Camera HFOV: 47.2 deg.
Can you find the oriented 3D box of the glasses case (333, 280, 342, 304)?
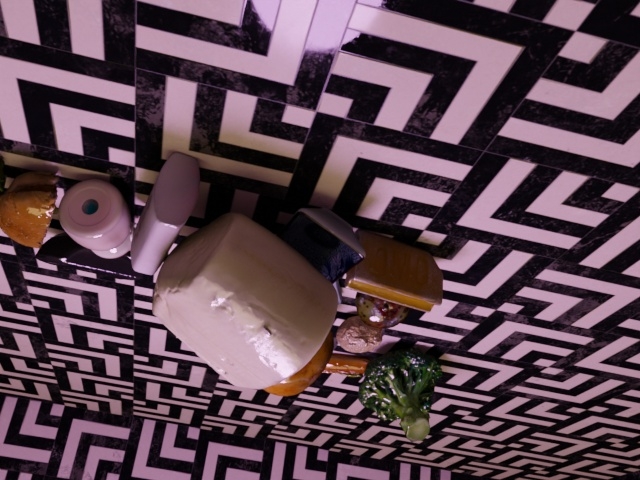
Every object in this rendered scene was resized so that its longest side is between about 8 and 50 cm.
[{"bbox_3d":[0.017,0.129,1.981,0.067,0.045,0.178,2,152,11],"label":"glasses case"}]

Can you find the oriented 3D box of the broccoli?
[{"bbox_3d":[0.269,0.483,2.342,0.297,0.297,0.297,-10,125,-14],"label":"broccoli"}]

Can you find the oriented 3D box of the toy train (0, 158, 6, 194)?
[{"bbox_3d":[-0.808,-0.151,1.629,0.225,0.090,0.137,4,158,6],"label":"toy train"}]

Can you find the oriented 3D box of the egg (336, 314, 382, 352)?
[{"bbox_3d":[0.115,0.278,2.158,0.140,0.118,0.116,-12,130,16],"label":"egg"}]

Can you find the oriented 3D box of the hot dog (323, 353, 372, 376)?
[{"bbox_3d":[0.080,0.427,2.497,0.235,0.062,0.092,4,148,5],"label":"hot dog"}]

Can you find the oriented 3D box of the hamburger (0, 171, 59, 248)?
[{"bbox_3d":[-0.675,-0.068,1.681,0.131,0.124,0.262,4,156,-31],"label":"hamburger"}]

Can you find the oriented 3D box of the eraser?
[{"bbox_3d":[-0.342,-0.052,1.600,0.095,0.174,0.270,17,150,-19],"label":"eraser"}]

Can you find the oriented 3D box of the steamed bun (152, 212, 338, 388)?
[{"bbox_3d":[-0.176,0.120,1.668,0.371,0.290,0.456,43,152,-13],"label":"steamed bun"}]

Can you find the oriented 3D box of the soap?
[{"bbox_3d":[0.176,0.073,1.740,0.232,0.140,0.073,18,150,-18],"label":"soap"}]

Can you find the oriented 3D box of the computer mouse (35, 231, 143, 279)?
[{"bbox_3d":[-0.586,0.033,1.885,0.269,0.100,0.170,16,171,-35],"label":"computer mouse"}]

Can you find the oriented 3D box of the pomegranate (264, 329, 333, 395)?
[{"bbox_3d":[-0.104,0.284,2.035,0.307,0.307,0.307,6,152,3],"label":"pomegranate"}]

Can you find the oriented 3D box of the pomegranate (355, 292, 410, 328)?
[{"bbox_3d":[0.146,0.145,1.836,0.148,0.148,0.169,25,178,-29],"label":"pomegranate"}]

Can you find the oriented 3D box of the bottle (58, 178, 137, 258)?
[{"bbox_3d":[-0.507,-0.033,1.719,0.147,0.147,0.236,6,160,2],"label":"bottle"}]

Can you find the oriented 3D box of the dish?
[{"bbox_3d":[0.000,0.000,1.685,0.182,0.080,0.243,34,151,-7],"label":"dish"}]
